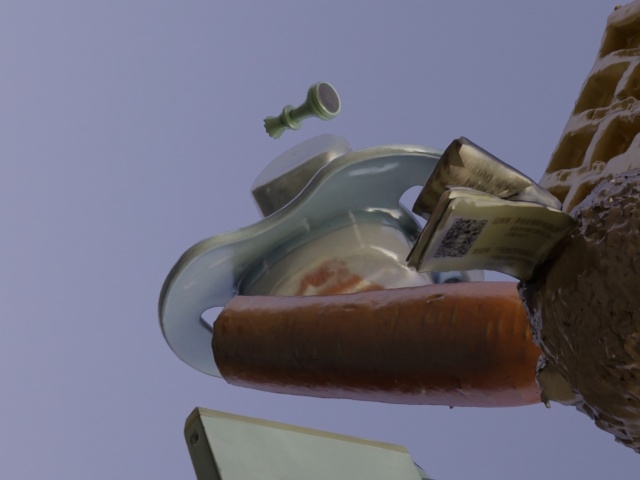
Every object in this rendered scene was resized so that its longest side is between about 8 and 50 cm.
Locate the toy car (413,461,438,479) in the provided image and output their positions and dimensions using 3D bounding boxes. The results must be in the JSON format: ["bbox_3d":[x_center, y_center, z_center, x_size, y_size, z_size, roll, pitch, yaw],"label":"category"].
[{"bbox_3d":[0.064,0.350,1.522,0.248,0.204,0.198,-28,-130,20],"label":"toy car"}]

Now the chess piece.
[{"bbox_3d":[-0.024,-0.135,1.357,0.093,0.042,0.042,-25,-105,37],"label":"chess piece"}]

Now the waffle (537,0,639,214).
[{"bbox_3d":[0.242,-0.086,0.894,0.247,0.055,0.221,-63,-166,-12],"label":"waffle"}]

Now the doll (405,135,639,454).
[{"bbox_3d":[0.133,0.029,0.453,0.221,0.105,0.115,38,-47,-7],"label":"doll"}]

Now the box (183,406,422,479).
[{"bbox_3d":[0.006,0.263,1.224,0.045,0.270,0.211,-54,-140,26],"label":"box"}]

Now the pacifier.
[{"bbox_3d":[0.000,0.000,1.015,0.279,0.227,0.207,-31,-128,11],"label":"pacifier"}]

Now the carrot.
[{"bbox_3d":[0.045,0.057,0.684,0.225,0.067,0.067,-3,-92,34],"label":"carrot"}]
